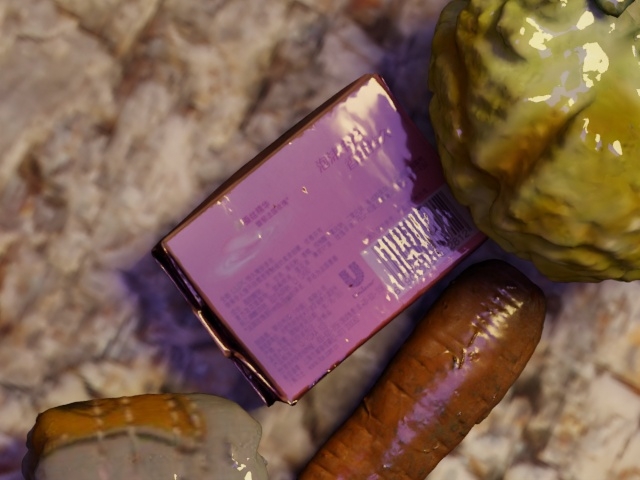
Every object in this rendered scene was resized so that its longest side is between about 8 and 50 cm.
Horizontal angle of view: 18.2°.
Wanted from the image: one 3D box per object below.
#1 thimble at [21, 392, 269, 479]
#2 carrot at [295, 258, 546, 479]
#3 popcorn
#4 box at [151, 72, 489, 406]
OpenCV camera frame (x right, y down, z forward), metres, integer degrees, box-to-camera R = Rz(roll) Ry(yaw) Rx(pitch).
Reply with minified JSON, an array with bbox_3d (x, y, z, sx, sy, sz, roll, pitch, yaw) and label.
[{"bbox_3d":[-0.084,0.151,0.977,0.117,0.127,0.151,-3,90,-10],"label":"thimble"},{"bbox_3d":[0.051,0.090,1.036,0.060,0.060,0.186,39,85,-5],"label":"carrot"},{"bbox_3d":[0.152,-0.084,0.992,0.212,0.198,0.198,-33,93,4],"label":"popcorn"},{"bbox_3d":[0.000,0.000,1.030,0.156,0.060,0.111,-38,94,-11],"label":"box"}]
